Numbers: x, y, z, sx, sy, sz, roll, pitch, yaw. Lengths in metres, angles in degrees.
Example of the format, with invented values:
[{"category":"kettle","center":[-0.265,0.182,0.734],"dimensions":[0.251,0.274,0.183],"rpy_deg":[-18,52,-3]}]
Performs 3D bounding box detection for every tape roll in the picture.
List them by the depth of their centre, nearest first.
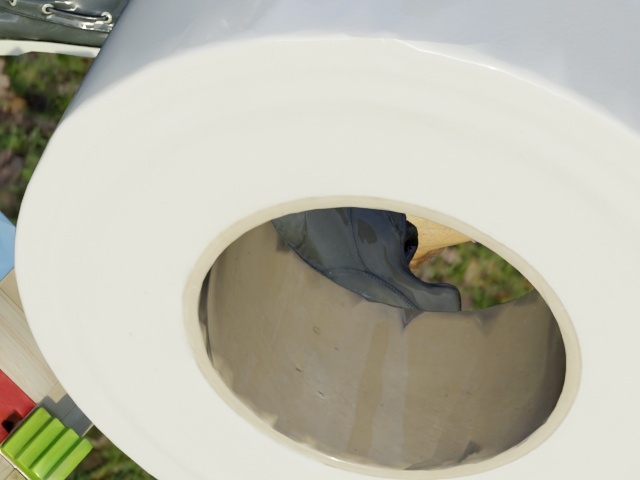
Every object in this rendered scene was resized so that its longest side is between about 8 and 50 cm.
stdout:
[{"category":"tape roll","center":[0.031,0.010,0.590],"dimensions":[0.286,0.286,0.100],"rpy_deg":[23,44,-5]}]

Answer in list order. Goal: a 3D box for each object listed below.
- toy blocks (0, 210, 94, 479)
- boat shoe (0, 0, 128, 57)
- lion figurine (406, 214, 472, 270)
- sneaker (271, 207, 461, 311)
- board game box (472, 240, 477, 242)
[{"category":"toy blocks","center":[-0.340,0.116,1.264],"dimensions":[0.261,0.191,0.381],"rpy_deg":[49,66,-15]},{"category":"boat shoe","center":[-0.238,-0.264,1.566],"dimensions":[0.340,0.113,0.127],"rpy_deg":[2,36,8]},{"category":"lion figurine","center":[0.149,-0.048,1.615],"dimensions":[0.392,0.240,0.142],"rpy_deg":[-4,56,28]},{"category":"sneaker","center":[0.000,0.000,1.157],"dimensions":[0.130,0.109,0.286],"rpy_deg":[-29,60,-14]},{"category":"board game box","center":[0.232,-0.270,1.802],"dimensions":[0.356,0.357,0.356],"rpy_deg":[35,36,-56]}]
